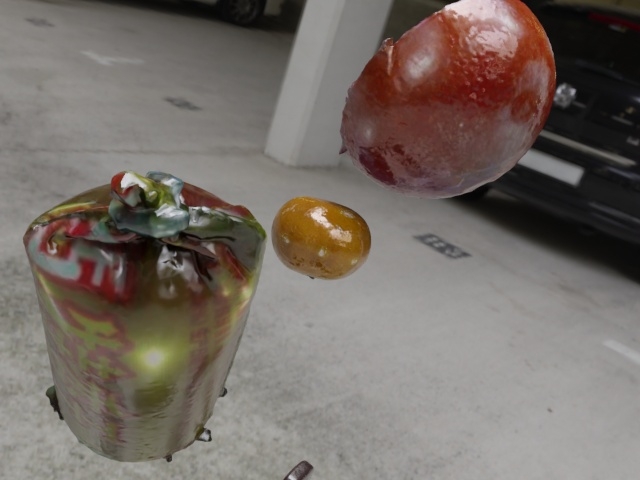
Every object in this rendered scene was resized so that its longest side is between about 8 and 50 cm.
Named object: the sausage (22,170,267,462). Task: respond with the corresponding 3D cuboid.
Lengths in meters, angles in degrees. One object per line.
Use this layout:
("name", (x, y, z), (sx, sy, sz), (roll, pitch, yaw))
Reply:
("sausage", (-0.099, 0.046, 0.472), (0.125, 0.317, 0.117), (22, 61, -3))

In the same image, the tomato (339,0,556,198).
("tomato", (0.187, -0.175, 1.141), (0.176, 0.335, 0.289), (63, 7, 26))

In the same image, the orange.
("orange", (0.000, 0.000, 1.240), (0.156, 0.124, 0.156), (18, 10, -3))

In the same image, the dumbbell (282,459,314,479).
("dumbbell", (0.001, 0.618, 1.836), (0.225, 0.124, 0.140), (36, 35, 16))
